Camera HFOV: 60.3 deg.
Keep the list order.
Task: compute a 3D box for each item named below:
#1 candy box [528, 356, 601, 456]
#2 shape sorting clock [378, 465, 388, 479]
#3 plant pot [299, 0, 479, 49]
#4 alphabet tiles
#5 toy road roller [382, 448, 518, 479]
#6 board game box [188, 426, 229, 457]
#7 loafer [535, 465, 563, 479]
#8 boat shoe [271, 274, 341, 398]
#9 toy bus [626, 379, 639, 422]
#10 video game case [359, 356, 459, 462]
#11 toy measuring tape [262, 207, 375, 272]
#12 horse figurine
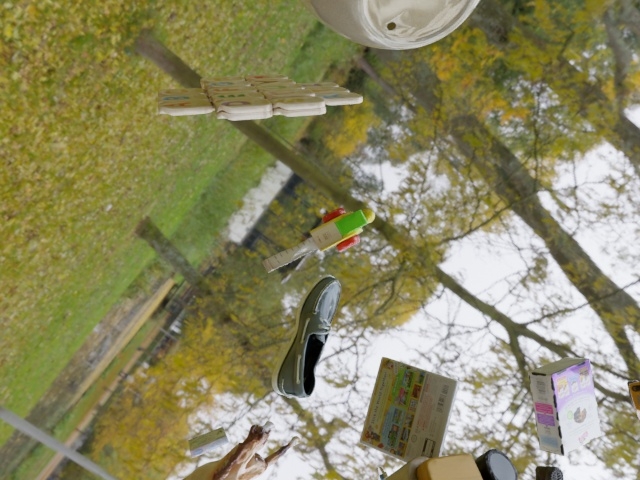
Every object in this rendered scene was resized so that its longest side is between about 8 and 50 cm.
[{"bbox_3d":[0.603,0.403,1.358,0.165,0.196,0.070,-7,179,-33],"label":"candy box"},{"bbox_3d":[0.209,0.743,1.559,0.040,0.206,0.206,-17,180,-11],"label":"shape sorting clock"},{"bbox_3d":[0.085,-0.326,0.609,0.284,0.284,0.191,-47,-138,42],"label":"plant pot"},{"bbox_3d":[-0.093,-0.214,0.798,0.284,0.278,0.021,-124,-150,-62],"label":"alphabet tiles"},{"bbox_3d":[0.296,0.599,1.170,0.202,0.330,0.240,-53,-140,35],"label":"toy road roller"},{"bbox_3d":[-0.269,0.483,1.323,0.090,0.020,0.090,-18,180,-16],"label":"board game box"},{"bbox_3d":[0.651,0.756,1.594,0.078,0.080,0.220,-1,-102,65],"label":"loafer"},{"bbox_3d":[-0.008,0.234,1.348,0.099,0.116,0.319,6,-117,44],"label":"boat shoe"},{"bbox_3d":[0.596,0.320,0.915,0.108,0.333,0.130,-16,-124,27],"label":"toy bus"},{"bbox_3d":[0.218,0.427,1.368,0.026,0.206,0.227,24,80,-58],"label":"video game case"},{"bbox_3d":[0.000,0.000,1.512,0.330,0.121,0.121,-28,-174,-1],"label":"toy measuring tape"},{"bbox_3d":[-0.143,0.328,0.762,0.263,0.066,0.174,-34,165,11],"label":"horse figurine"}]
